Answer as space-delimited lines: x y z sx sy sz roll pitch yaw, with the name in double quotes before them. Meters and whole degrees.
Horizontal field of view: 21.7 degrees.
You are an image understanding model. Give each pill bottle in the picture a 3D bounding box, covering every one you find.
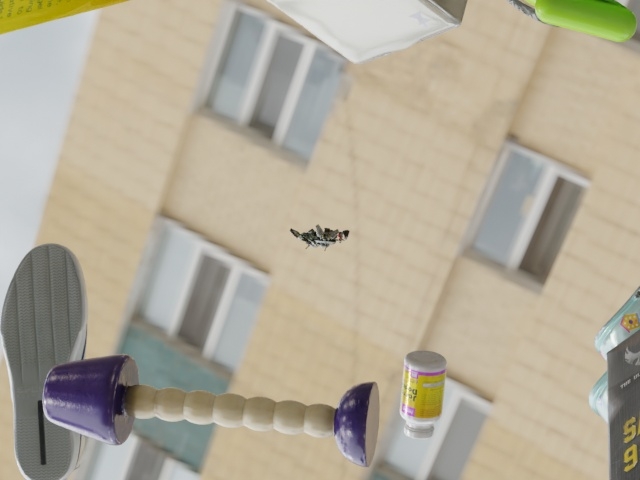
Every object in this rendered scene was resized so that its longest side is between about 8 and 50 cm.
"pill bottle" 0.102 0.155 1.671 0.043 0.083 0.043 3 -162 -1

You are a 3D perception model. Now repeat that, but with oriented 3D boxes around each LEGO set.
"LEGO set" 0.003 0.000 1.559 0.054 0.023 0.083 3 175 25

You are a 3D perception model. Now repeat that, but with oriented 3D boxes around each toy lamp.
"toy lamp" -0.092 0.138 1.374 0.275 0.080 0.080 3 -157 11

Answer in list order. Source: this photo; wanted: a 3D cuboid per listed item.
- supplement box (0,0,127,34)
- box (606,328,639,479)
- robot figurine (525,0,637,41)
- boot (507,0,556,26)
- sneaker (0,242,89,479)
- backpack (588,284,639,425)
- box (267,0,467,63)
"supplement box" -0.265 -0.270 1.158 0.194 0.195 0.356 37 -141 25
"box" 0.279 0.082 1.032 0.056 0.231 0.183 38 -147 -19
"robot figurine" 0.122 -0.138 0.721 0.067 0.101 0.115 30 155 -34
"boot" 0.186 -0.276 1.370 0.077 0.137 0.198 -4 -141 -17
"sneaker" -0.293 0.132 1.791 0.094 0.258 0.091 3 178 2
"backpack" 0.339 0.117 1.556 0.144 0.188 0.166 44 -161 32
"box" 0.061 -0.269 1.168 0.094 0.113 0.275 33 -121 -31
